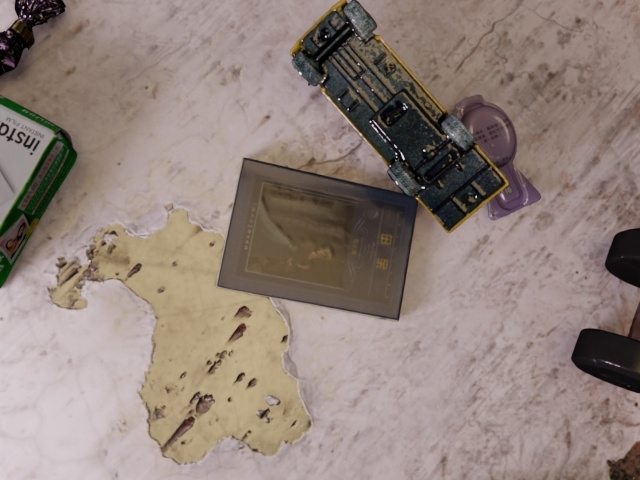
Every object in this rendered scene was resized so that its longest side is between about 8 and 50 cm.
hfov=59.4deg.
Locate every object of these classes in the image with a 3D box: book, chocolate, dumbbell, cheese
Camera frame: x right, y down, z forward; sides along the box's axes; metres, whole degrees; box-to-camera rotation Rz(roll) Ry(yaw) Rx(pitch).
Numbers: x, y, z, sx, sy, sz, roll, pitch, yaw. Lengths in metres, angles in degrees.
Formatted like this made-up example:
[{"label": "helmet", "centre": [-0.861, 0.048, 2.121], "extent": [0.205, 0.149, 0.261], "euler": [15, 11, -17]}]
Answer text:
[{"label": "book", "centre": [0.000, 0.000, 0.813], "extent": [0.269, 0.025, 0.191], "euler": [12, 82, -8]}, {"label": "chocolate", "centre": [-0.406, -0.277, 0.755], "extent": [0.070, 0.072, 0.147], "euler": [32, 88, -47]}, {"label": "dumbbell", "centre": [0.478, 0.107, 0.822], "extent": [0.152, 0.152, 0.218], "euler": [25, 81, -7]}, {"label": "cheese", "centre": [0.263, -0.132, 0.862], "extent": [0.105, 0.042, 0.191], "euler": [-23, 90, -10]}]

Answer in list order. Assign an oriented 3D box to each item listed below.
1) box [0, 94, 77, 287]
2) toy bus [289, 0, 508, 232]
[{"label": "box", "centre": [-0.444, -0.066, 0.703], "extent": [0.180, 0.103, 0.250], "euler": [26, 81, -7]}, {"label": "toy bus", "centre": [0.109, -0.173, 0.792], "extent": [0.121, 0.123, 0.335], "euler": [-42, 91, 14]}]
